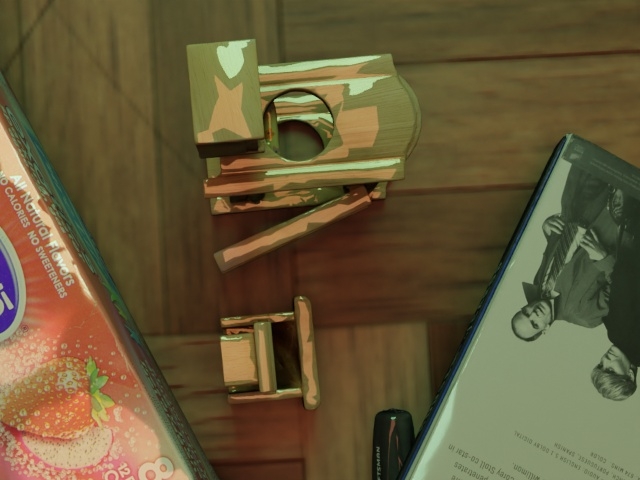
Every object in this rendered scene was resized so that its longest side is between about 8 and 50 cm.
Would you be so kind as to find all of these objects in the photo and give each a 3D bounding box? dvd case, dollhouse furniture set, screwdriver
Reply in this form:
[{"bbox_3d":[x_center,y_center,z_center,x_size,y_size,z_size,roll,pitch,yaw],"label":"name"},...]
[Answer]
[{"bbox_3d":[0.147,0.087,0.749,0.179,0.029,0.238,29,67,-1],"label":"dvd case"},{"bbox_3d":[0.000,0.000,0.728,0.101,0.182,0.161,-6,88,-2],"label":"dollhouse furniture set"},{"bbox_3d":[0.037,0.169,0.807,0.025,0.024,0.170,4,95,27],"label":"screwdriver"}]

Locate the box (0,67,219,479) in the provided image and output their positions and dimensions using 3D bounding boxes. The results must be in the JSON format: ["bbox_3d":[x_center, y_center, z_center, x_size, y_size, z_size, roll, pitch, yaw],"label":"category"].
[{"bbox_3d":[-0.178,0.020,0.720,0.154,0.142,0.300,-30,79,-3],"label":"box"}]
